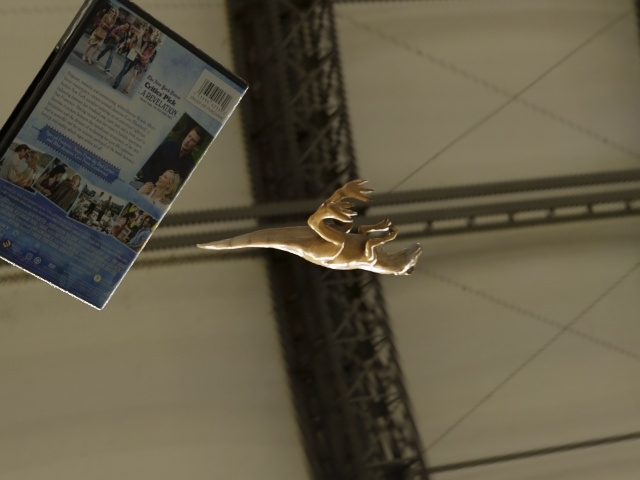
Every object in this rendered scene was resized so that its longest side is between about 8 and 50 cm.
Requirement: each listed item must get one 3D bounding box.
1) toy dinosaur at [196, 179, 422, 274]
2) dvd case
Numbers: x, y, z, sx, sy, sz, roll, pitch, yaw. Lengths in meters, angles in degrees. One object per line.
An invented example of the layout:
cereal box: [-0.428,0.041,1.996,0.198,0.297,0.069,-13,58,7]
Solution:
toy dinosaur: [0.000,0.000,1.430,0.211,0.112,0.064,10,-140,-12]
dvd case: [-0.197,-0.080,1.374,0.180,0.022,0.253,33,-88,-38]
